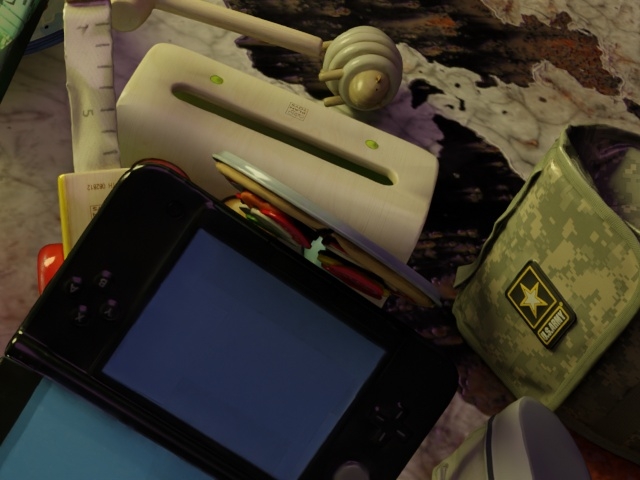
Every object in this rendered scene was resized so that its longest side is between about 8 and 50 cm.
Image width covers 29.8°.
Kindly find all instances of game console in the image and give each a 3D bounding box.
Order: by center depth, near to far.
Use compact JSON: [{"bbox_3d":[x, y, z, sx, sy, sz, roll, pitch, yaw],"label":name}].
[{"bbox_3d":[-0.068,0.129,0.800,0.293,0.250,0.173,34,3,-12],"label":"game console"}]

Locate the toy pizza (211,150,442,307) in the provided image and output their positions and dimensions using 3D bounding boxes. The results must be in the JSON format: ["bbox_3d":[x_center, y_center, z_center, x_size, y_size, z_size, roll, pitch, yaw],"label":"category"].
[{"bbox_3d":[0.000,0.000,0.883,0.201,0.201,0.032,33,88,8],"label":"toy pizza"}]

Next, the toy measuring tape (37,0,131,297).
[{"bbox_3d":[-0.168,-0.030,0.943,0.121,0.121,0.330,-3,82,-25],"label":"toy measuring tape"}]

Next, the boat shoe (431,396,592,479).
[{"bbox_3d":[0.110,0.269,0.822,0.136,0.156,0.367,41,27,-23],"label":"boat shoe"}]

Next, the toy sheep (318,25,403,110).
[{"bbox_3d":[0.042,-0.179,1.240,0.091,0.091,0.132,10,41,-15],"label":"toy sheep"}]

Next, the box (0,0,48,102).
[{"bbox_3d":[-0.370,-0.105,0.898,0.232,0.058,0.322,22,81,-3],"label":"box"}]

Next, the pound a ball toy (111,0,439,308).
[{"bbox_3d":[-0.061,-0.078,1.015,0.319,0.208,0.135,23,45,-3],"label":"pound a ball toy"}]

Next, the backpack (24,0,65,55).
[{"bbox_3d":[-0.327,-0.274,1.083,0.276,0.213,0.263,-28,57,-31],"label":"backpack"}]

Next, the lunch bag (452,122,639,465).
[{"bbox_3d":[0.268,0.055,1.013,0.287,0.235,0.169,27,48,2],"label":"lunch bag"}]
